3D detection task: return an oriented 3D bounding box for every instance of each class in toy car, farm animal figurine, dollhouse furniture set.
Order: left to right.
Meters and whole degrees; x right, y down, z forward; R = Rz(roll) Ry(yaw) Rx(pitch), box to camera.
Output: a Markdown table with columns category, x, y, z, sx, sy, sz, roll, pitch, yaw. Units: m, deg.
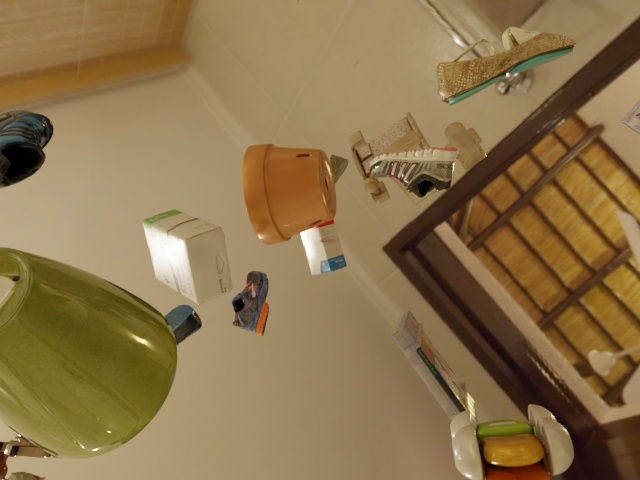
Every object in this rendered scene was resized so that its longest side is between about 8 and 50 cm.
| category | x | y | z | sx | sy | sz | roll | pitch | yaw |
| --- | --- | --- | --- | --- | --- | --- | --- | --- | --- |
| farm animal figurine | -0.627 | 0.406 | 1.144 | 0.172 | 0.327 | 0.330 | 27 | -102 | -41 |
| dollhouse furniture set | 0.203 | -0.286 | 1.316 | 0.174 | 0.303 | 0.355 | 39 | -155 | -42 |
| toy car | 0.281 | 0.327 | 0.748 | 0.159 | 0.182 | 0.136 | -10 | -96 | 11 |

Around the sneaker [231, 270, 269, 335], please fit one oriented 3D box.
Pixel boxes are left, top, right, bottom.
| category | x | y | z | sx | sy | sz | roll | pitch | yaw |
| --- | --- | --- | --- | --- | --- | --- | --- | --- | --- |
| sneaker | -0.179 | 0.145 | 1.277 | 0.087 | 0.083 | 0.221 | 10 | -153 | -13 |

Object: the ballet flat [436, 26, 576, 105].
| category | x | y | z | sx | sy | sz | roll | pitch | yaw |
| --- | --- | --- | --- | --- | --- | --- | --- | --- | --- |
| ballet flat | 0.254 | -0.257 | 0.703 | 0.206 | 0.073 | 0.067 | -23 | -88 | -7 |

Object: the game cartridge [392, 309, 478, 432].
| category | x | y | z | sx | sy | sz | roll | pitch | yaw |
| --- | --- | --- | --- | --- | --- | --- | --- | --- | --- |
| game cartridge | 0.344 | 0.383 | 1.499 | 0.355 | 0.068 | 0.230 | 54 | -170 | 3 |

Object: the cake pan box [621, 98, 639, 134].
| category | x | y | z | sx | sy | sz | roll | pitch | yaw |
| --- | --- | --- | --- | --- | --- | --- | --- | --- | --- |
| cake pan box | 0.625 | -0.294 | 0.829 | 0.070 | 0.245 | 0.267 | 42 | -143 | 18 |

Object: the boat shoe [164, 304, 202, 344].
| category | x | y | z | sx | sy | sz | roll | pitch | yaw |
| --- | --- | --- | --- | --- | --- | --- | --- | --- | --- |
| boat shoe | -0.406 | 0.274 | 1.262 | 0.258 | 0.089 | 0.109 | -34 | -138 | -3 |

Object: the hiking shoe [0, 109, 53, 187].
| category | x | y | z | sx | sy | sz | roll | pitch | yaw |
| --- | --- | --- | --- | --- | --- | --- | --- | --- | --- |
| hiking shoe | -0.577 | -0.163 | 0.965 | 0.132 | 0.113 | 0.304 | 8 | -149 | -1 |

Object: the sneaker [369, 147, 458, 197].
| category | x | y | z | sx | sy | sz | roll | pitch | yaw |
| --- | --- | --- | --- | --- | --- | --- | --- | --- | --- |
| sneaker | 0.145 | -0.106 | 0.819 | 0.063 | 0.170 | 0.074 | -4 | -86 | -42 |

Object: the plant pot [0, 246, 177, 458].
| category | x | y | z | sx | sy | sz | roll | pitch | yaw |
| --- | --- | --- | --- | --- | --- | --- | --- | --- | --- |
| plant pot | -0.391 | 0.144 | 0.728 | 0.275 | 0.293 | 0.274 | -4 | -122 | 6 |

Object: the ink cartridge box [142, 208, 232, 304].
| category | x | y | z | sx | sy | sz | roll | pitch | yaw |
| --- | --- | --- | --- | --- | --- | --- | --- | --- | --- |
| ink cartridge box | -0.403 | 0.042 | 1.525 | 0.121 | 0.289 | 0.211 | -23 | -64 | -36 |

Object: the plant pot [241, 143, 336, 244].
| category | x | y | z | sx | sy | sz | roll | pitch | yaw |
| --- | --- | --- | --- | --- | --- | --- | --- | --- | --- |
| plant pot | -0.075 | -0.145 | 1.440 | 0.203 | 0.291 | 0.291 | -9 | -123 | 13 |

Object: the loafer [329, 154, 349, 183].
| category | x | y | z | sx | sy | sz | roll | pitch | yaw |
| --- | --- | --- | --- | --- | --- | --- | --- | --- | --- |
| loafer | 0.014 | -0.233 | 2.012 | 0.087 | 0.251 | 0.094 | 35 | -175 | 1 |

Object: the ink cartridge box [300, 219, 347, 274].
| category | x | y | z | sx | sy | sz | roll | pitch | yaw |
| --- | --- | --- | --- | --- | --- | --- | --- | --- | --- |
| ink cartridge box | 0.000 | 0.000 | 1.817 | 0.078 | 0.134 | 0.231 | -16 | -89 | -33 |
